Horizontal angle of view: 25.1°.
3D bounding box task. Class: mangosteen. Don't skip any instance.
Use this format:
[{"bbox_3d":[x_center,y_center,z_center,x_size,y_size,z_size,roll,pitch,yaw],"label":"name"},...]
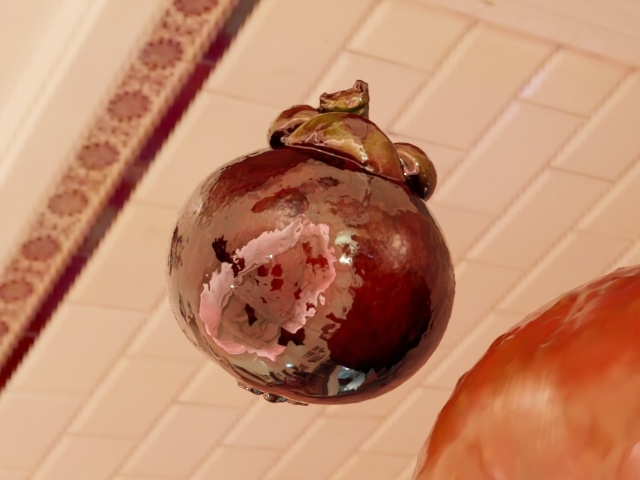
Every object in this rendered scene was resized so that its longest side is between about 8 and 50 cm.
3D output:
[{"bbox_3d":[0.000,0.000,0.595,0.140,0.140,0.140,-20,66,53],"label":"mangosteen"}]

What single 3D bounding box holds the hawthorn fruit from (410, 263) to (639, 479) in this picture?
[{"bbox_3d":[0.152,0.125,0.496,0.275,0.299,0.275,-24,60,50],"label":"hawthorn fruit"}]
